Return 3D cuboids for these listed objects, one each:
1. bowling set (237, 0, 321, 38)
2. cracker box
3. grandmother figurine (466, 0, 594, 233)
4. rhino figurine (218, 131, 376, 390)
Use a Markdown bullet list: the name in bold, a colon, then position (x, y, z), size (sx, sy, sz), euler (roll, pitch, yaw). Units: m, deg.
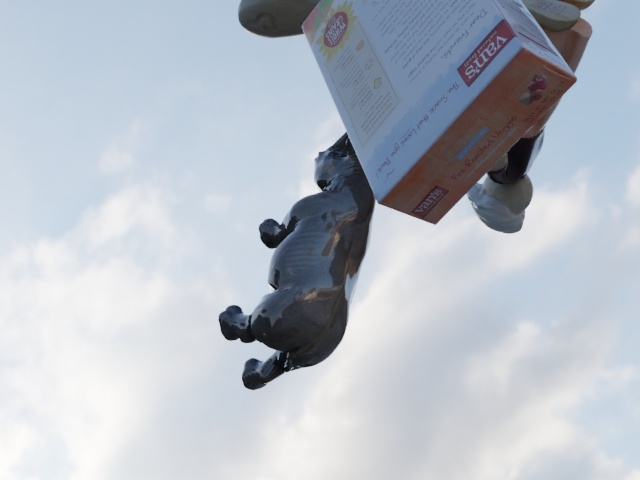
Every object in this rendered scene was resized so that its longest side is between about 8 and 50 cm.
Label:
- **bowling set**: position (-0.015, -0.373, 1.005), size (0.154, 0.199, 0.287), euler (5, -41, 22)
- **cracker box**: position (0.080, -0.149, 0.747), size (0.067, 0.232, 0.155), euler (20, -54, -36)
- **grandmother figurine**: position (0.262, -0.150, 1.233), size (0.208, 0.104, 0.342), euler (-36, -35, -40)
- **rhino figurine**: position (0.000, 0.000, 0.768), size (0.073, 0.243, 0.106), euler (36, -33, -26)
